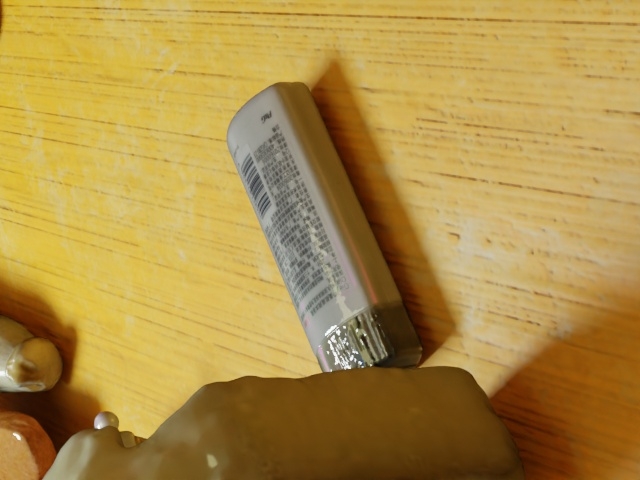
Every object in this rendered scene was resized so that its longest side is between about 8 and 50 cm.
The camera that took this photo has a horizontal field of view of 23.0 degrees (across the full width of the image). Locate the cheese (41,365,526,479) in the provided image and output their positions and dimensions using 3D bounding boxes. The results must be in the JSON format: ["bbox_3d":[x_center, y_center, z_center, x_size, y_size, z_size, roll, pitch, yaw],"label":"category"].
[{"bbox_3d":[-0.028,0.189,1.000,0.326,0.318,0.115,-32,53,10],"label":"cheese"}]

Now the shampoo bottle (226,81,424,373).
[{"bbox_3d":[0.000,0.000,1.131,0.086,0.056,0.227,-48,58,46],"label":"shampoo bottle"}]

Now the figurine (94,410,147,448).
[{"bbox_3d":[-0.194,0.284,1.377,0.274,0.133,0.194,-55,21,33],"label":"figurine"}]

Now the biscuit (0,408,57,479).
[{"bbox_3d":[-0.372,0.217,1.607,0.306,0.043,0.284,37,143,15],"label":"biscuit"}]

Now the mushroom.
[{"bbox_3d":[-0.384,0.102,1.654,0.351,0.109,0.097,14,89,53],"label":"mushroom"}]
